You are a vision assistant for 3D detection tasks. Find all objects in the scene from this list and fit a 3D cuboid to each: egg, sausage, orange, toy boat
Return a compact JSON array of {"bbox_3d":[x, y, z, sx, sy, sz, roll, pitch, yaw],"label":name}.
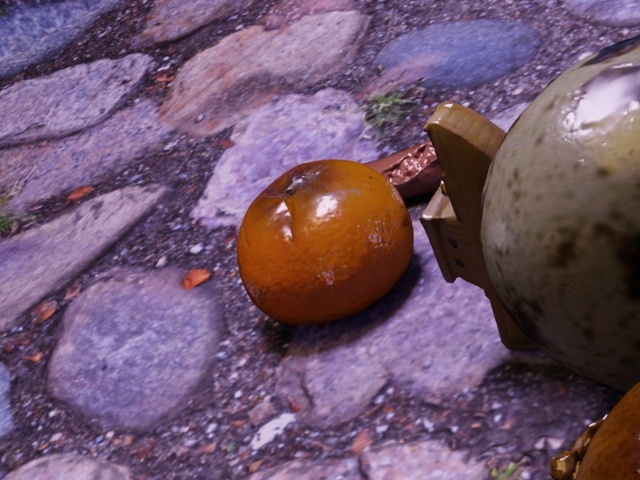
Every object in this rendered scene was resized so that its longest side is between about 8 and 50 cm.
[{"bbox_3d":[0.362,-0.032,1.739,0.428,0.345,0.345,-16,27,-4],"label":"egg"},{"bbox_3d":[0.076,-0.081,2.392,0.304,0.078,0.078,-13,32,25],"label":"sausage"},{"bbox_3d":[0.000,0.000,2.228,0.224,0.170,0.224,-24,26,13],"label":"orange"},{"bbox_3d":[0.172,-0.013,1.924,0.121,0.321,0.089,8,49,35],"label":"toy boat"}]

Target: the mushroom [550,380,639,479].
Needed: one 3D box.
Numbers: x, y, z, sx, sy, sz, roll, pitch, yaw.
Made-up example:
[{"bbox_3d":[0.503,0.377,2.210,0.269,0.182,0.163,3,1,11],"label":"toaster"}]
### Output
[{"bbox_3d":[0.329,0.201,1.549,0.283,0.195,0.263,-7,42,37],"label":"mushroom"}]
